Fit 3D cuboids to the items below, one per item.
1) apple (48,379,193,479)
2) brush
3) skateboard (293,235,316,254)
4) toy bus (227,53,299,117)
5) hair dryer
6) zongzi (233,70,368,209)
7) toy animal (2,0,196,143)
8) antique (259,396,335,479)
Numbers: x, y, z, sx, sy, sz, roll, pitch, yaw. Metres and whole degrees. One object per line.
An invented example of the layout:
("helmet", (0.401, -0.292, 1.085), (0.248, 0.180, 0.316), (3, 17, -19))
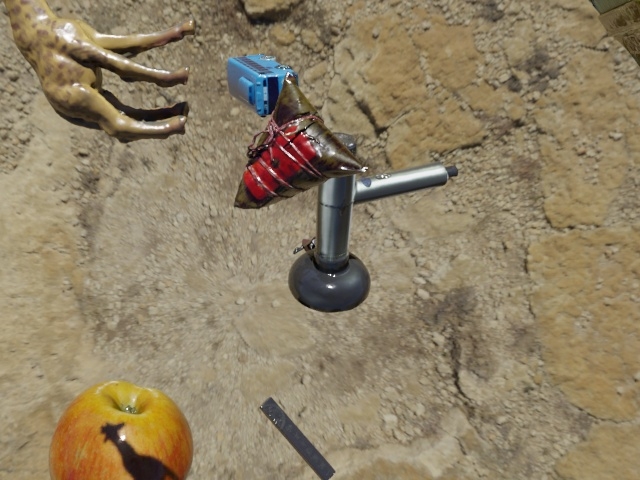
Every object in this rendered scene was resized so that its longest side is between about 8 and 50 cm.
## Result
("apple", (-0.411, 0.424, 1.352), (0.301, 0.301, 0.302), (1, 84, -6))
("brush", (0.186, -0.070, 0.353), (0.011, 0.083, 0.205), (-28, 96, 14))
("skateboard", (0.000, 0.000, 1.549), (0.067, 0.151, 0.080), (32, 65, -12))
("toy bus", (-0.118, -0.315, 1.344), (0.106, 0.184, 0.090), (-11, 119, -24))
("hair dryer", (0.107, -0.030, 1.182), (0.284, 0.156, 0.320), (4, 126, -14))
("zongzi", (-0.018, -0.066, 0.415), (0.083, 0.067, 0.073), (-17, 100, 30))
("toy animal", (-0.233, -0.196, 0.617), (0.275, 0.054, 0.149), (33, 100, -10))
("antique", (-0.043, 0.375, 1.244), (0.192, 0.015, 0.031), (49, 53, -3))
